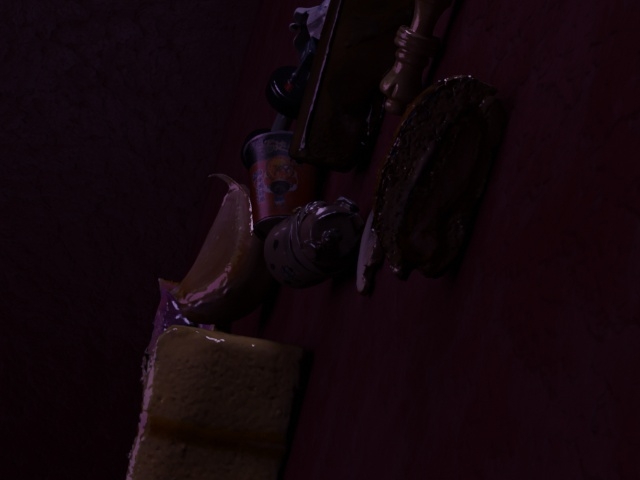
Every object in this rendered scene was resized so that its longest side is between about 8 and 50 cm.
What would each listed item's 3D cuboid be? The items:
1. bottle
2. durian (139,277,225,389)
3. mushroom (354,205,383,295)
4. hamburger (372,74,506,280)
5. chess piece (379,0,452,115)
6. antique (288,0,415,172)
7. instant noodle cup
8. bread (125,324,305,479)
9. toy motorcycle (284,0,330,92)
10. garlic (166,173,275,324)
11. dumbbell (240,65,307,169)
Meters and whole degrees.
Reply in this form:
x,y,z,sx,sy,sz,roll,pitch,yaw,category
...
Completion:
x,y,z,sx,sy,sz,roll,pitch,yaw,category
0.000,0.001,1.197,0.152,0.099,0.099,150,136,-64,bottle
-0.255,0.205,2.016,0.186,0.153,0.261,-19,46,48,durian
0.055,0.010,1.088,0.049,0.019,0.101,-178,101,-79,mushroom
0.086,-0.057,0.871,0.102,0.087,0.176,-141,65,-76,hamburger
0.105,-0.216,1.081,0.060,0.060,0.172,-103,29,-67,chess piece
0.046,-0.237,1.277,0.087,0.093,0.310,-174,100,-78,antique
-0.055,-0.072,1.490,0.127,0.127,0.136,125,150,-57,instant noodle cup
-0.149,0.246,1.332,0.236,0.198,0.264,143,140,-81,bread
0.014,-0.303,1.519,0.150,0.102,0.221,-48,26,38,toy motorcycle
-0.145,0.024,1.650,0.145,0.164,0.245,80,-151,-78,garlic
-0.065,-0.197,1.725,0.191,0.100,0.100,119,163,-47,dumbbell
